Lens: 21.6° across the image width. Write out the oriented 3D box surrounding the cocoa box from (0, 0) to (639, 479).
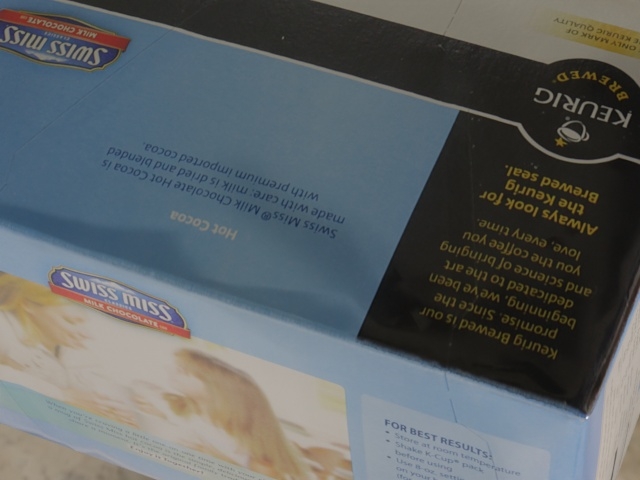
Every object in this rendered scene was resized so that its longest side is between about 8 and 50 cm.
[{"bbox_3d":[0.000,0.000,0.839,0.347,0.231,0.228,17,-121,16],"label":"cocoa box"}]
